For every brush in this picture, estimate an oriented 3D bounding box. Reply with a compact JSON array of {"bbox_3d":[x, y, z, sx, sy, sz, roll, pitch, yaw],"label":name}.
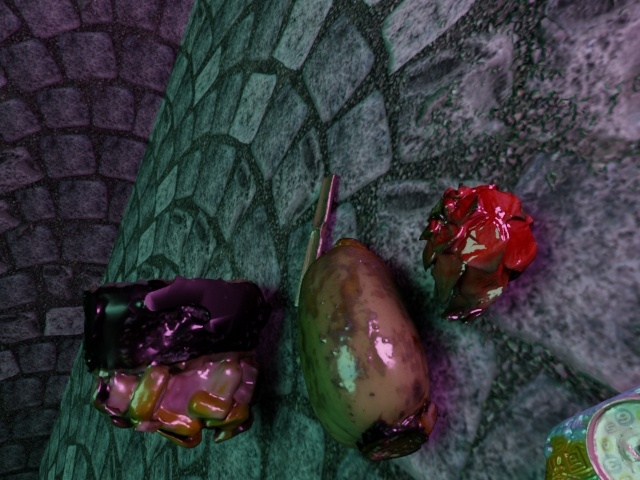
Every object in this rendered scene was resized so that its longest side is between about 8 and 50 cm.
[{"bbox_3d":[0.000,0.000,0.737,0.043,0.036,0.247,-7,66,46],"label":"brush"}]

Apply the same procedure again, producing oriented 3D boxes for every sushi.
[{"bbox_3d":[-0.271,0.214,0.781,0.329,0.328,0.285,-11,81,49],"label":"sushi"}]

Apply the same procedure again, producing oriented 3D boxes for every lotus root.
[{"bbox_3d":[0.044,0.117,0.551,0.173,0.173,0.309,-48,37,31],"label":"lotus root"}]

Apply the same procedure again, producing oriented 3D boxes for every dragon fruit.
[{"bbox_3d":[0.163,0.008,0.452,0.121,0.130,0.142,39,149,43],"label":"dragon fruit"}]

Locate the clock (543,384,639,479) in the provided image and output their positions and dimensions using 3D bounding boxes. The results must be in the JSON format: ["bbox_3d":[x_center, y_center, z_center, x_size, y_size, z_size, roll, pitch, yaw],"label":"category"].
[{"bbox_3d":[0.254,0.184,0.291,0.231,0.103,0.144,-47,37,31],"label":"clock"}]
